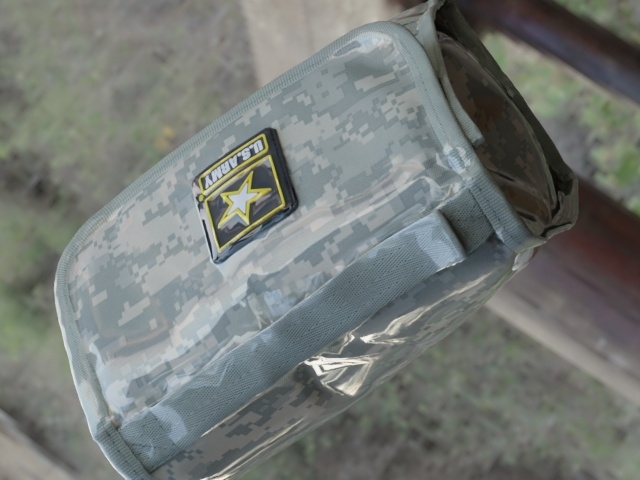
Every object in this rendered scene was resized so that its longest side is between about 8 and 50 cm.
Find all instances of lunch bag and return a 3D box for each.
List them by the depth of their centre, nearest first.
[{"bbox_3d":[0.000,0.000,1.003,0.169,0.235,0.287,54,-167,-7],"label":"lunch bag"}]
